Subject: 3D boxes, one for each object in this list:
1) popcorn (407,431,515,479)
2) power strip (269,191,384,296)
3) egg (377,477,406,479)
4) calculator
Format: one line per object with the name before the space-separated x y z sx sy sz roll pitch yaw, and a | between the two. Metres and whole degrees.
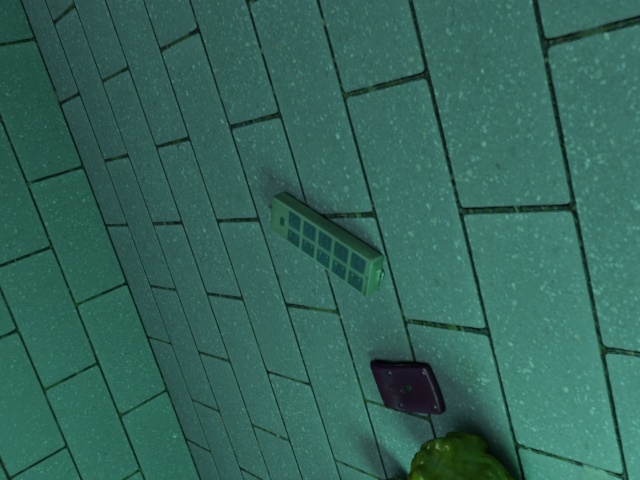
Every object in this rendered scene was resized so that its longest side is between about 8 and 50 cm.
popcorn | 0.299 0.542 1.274 0.242 0.235 0.250 58 171 -33
power strip | 0.000 0.000 1.464 0.367 0.043 0.106 34 134 35
egg | 0.189 0.655 1.568 0.118 0.116 0.140 -3 111 22
calculator | 0.193 0.336 1.440 0.190 0.034 0.126 -11 101 52
